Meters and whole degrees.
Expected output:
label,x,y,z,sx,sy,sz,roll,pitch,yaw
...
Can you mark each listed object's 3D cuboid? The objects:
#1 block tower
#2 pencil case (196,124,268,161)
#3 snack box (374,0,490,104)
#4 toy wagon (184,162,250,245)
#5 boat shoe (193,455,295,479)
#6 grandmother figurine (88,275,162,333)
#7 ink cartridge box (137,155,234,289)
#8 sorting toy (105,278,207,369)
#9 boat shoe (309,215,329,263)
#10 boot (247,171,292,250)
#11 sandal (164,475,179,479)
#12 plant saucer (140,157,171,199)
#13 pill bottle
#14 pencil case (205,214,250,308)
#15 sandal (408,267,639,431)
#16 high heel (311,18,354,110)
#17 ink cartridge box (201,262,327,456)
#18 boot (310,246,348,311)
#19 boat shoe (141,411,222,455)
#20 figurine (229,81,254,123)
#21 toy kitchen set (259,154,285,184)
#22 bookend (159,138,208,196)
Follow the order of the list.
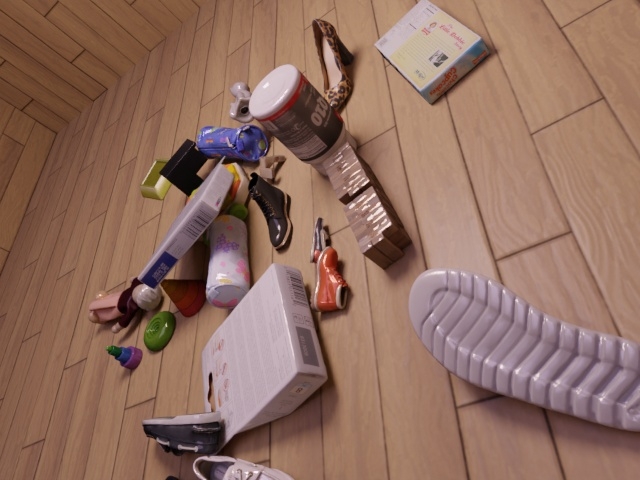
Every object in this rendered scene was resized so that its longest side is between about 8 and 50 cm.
label,x,y,z,sx,sy,sz,roll,pitch,yaw
block tower,0.105,-0.091,1.210,0.091,0.097,0.336,-37,45,17
pencil case,-0.308,-0.328,1.737,0.306,0.133,0.120,13,111,48
snack box,0.283,-0.510,1.364,0.187,0.060,0.322,-40,42,15
toy wagon,-0.365,-0.095,1.669,0.344,0.068,0.267,-42,41,12
boat shoe,-0.160,0.496,1.035,0.277,0.096,0.098,-6,58,40
grandmother figurine,-0.643,0.205,1.696,0.342,0.104,0.208,-19,59,36
ink cartridge box,-0.375,-0.060,1.501,0.324,0.071,0.330,-46,17,24
sorting toy,-0.501,0.232,1.521,0.365,0.126,0.127,-45,41,8
boat shoe,0.000,0.000,1.282,0.043,0.049,0.137,6,55,-2
boot,-0.149,-0.079,1.403,0.076,0.137,0.198,-30,46,25
sandal,-0.314,0.583,1.170,0.179,0.040,0.067,-8,50,57
plant saucer,-0.650,-0.261,2.071,0.188,0.045,0.188,12,71,47
pill bottle,-0.037,-0.304,1.344,0.161,0.283,0.161,-24,48,29
pencil case,-0.257,0.055,1.421,0.113,0.124,0.273,-31,46,22
sandal,0.325,0.174,0.820,0.416,0.102,0.169,25,96,36
high heel,0.013,-0.520,1.526,0.093,0.186,0.261,-12,55,38
ink cartridge box,-0.153,0.290,1.215,0.385,0.091,0.308,-50,38,29
boot,0.032,0.087,1.183,0.084,0.059,0.158,-7,66,36
boat shoe,-0.337,0.461,1.213,0.302,0.114,0.091,-26,64,48
figurine,-0.196,-0.465,1.693,0.209,0.214,0.092,-107,21,-50
toy kitchen set,-0.137,-0.215,1.571,0.068,0.075,0.083,17,114,51
bookend,-0.445,-0.240,1.786,0.157,0.156,0.072,-53,41,-6
